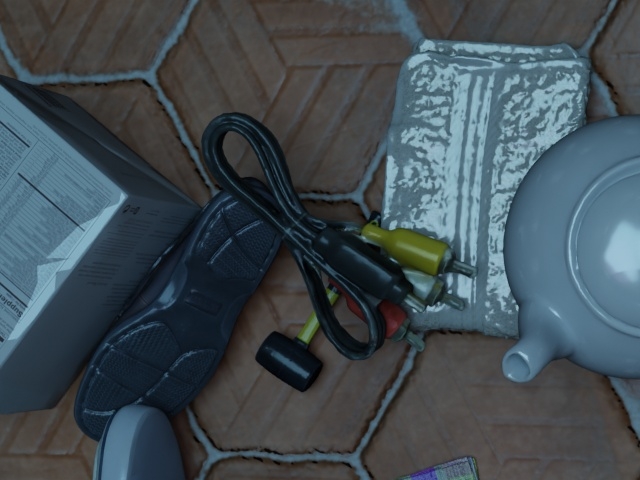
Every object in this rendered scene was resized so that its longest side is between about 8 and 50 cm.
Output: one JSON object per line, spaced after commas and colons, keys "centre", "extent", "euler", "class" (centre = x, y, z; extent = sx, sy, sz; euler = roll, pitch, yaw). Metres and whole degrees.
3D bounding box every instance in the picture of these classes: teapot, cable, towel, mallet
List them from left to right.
{"centre": [0.000, 0.000, 1.507], "extent": [0.287, 0.072, 0.139], "euler": [38, 114, 10], "class": "cable"}
{"centre": [0.001, 0.051, 1.573], "extent": [0.062, 0.039, 0.190], "euler": [25, 90, 12], "class": "mallet"}
{"centre": [0.115, 0.244, 1.542], "extent": [0.083, 0.009, 0.060], "euler": [-20, 83, 14], "class": "towel"}
{"centre": [0.154, -0.049, 1.527], "extent": [0.187, 0.049, 0.282], "euler": [4, 88, 16], "class": "towel"}
{"centre": [0.285, 0.002, 1.393], "extent": [0.252, 0.187, 0.256], "euler": [6, 89, -1], "class": "teapot"}

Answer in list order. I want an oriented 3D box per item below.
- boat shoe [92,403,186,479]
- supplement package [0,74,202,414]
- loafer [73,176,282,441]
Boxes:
{"centre": [-0.220, 0.335, 1.573], "extent": [0.156, 0.136, 0.367], "euler": [3, 101, 22], "class": "boat shoe"}
{"centre": [-0.294, 0.007, 1.569], "extent": [0.198, 0.199, 0.263], "euler": [40, 98, 14], "class": "supplement package"}
{"centre": [-0.136, 0.067, 1.593], "extent": [0.109, 0.095, 0.302], "euler": [33, 102, -16], "class": "loafer"}
